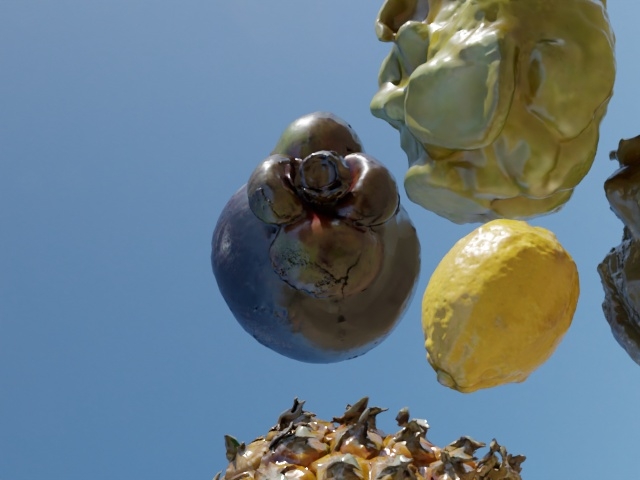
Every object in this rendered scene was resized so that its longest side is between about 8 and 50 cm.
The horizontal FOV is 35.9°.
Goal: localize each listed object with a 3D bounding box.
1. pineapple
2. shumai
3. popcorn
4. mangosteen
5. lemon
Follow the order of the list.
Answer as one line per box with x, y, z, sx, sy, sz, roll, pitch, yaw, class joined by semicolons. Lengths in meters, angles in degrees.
0.044;0.323;0.993;0.352;0.300;0.353;-21;-62;-44;pineapple
0.417;-0.016;1.003;0.314;0.266;0.263;-56;-39;-47;shumai
0.201;-0.184;1.050;0.293;0.292;0.334;6;-111;-42;popcorn
-0.016;0.003;1.737;0.381;0.380;0.422;-46;-48;-35;mangosteen
0.140;0.053;0.783;0.155;0.114;0.114;-55;-43;-11;lemon
